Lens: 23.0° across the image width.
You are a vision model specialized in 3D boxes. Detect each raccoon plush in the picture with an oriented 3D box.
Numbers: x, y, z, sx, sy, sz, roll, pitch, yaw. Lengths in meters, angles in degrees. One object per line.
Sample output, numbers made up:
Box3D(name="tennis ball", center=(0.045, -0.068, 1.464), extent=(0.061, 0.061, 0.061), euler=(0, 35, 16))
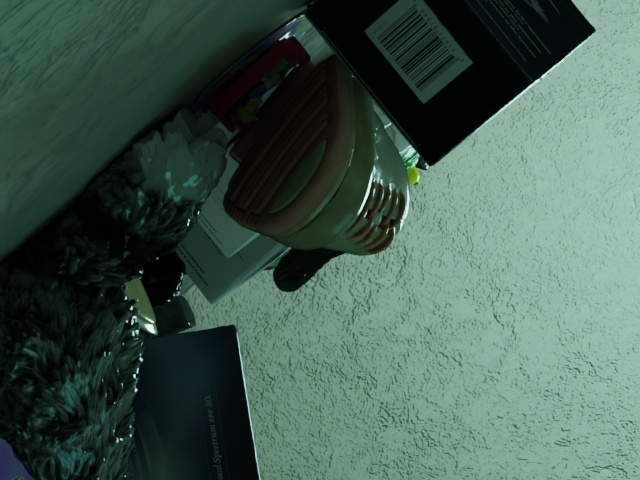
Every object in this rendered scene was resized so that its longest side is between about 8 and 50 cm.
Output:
Box3D(name="raccoon plush", center=(-0.168, 0.151, 1.212), extent=(0.446, 0.299, 0.216), euler=(-40, 178, 39))

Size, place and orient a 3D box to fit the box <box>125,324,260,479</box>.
Box3D(name="box", center=(-0.202, 0.260, 1.494), extent=(0.294, 0.296, 0.182), euler=(-9, 162, -6))

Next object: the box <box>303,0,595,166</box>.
Box3D(name="box", center=(0.105, -0.168, 1.209), extent=(0.108, 0.153, 0.207), euler=(-39, 179, 28))

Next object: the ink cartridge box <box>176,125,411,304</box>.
Box3D(name="ink cartridge box", center=(-0.034, -0.066, 1.871), extent=(0.273, 0.114, 0.197), euler=(-39, 179, 24))

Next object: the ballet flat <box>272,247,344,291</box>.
Box3D(name="ballet flat", center=(0.000, 0.000, 1.838), extent=(0.173, 0.057, 0.049), euler=(-39, -142, 36))

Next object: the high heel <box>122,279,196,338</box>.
Box3D(name="high heel", center=(-0.249, 0.090, 1.546), extent=(0.186, 0.093, 0.261), euler=(-25, 160, 11))

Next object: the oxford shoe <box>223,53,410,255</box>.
Box3D(name="oxford shoe", center=(0.018, -0.054, 1.242), extent=(0.140, 0.146, 0.397), euler=(-49, -170, 10))

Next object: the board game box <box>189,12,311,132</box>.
Box3D(name="board game box", center=(-0.048, -0.119, 1.231), extent=(0.133, 0.033, 0.169), euler=(-39, 179, -25))

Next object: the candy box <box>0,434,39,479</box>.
Box3D(name="candy box", center=(-0.284, 0.177, 1.067), extent=(0.070, 0.196, 0.165), euler=(-41, 179, 30))

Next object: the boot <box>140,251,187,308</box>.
Box3D(name="boot", center=(-0.223, 0.075, 1.787), extent=(0.207, 0.094, 0.246), euler=(-35, 175, 27))

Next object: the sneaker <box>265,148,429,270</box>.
Box3D(name="sneaker", center=(-0.025, -0.087, 2.069), extent=(0.344, 0.134, 0.146), euler=(-33, 142, -7))

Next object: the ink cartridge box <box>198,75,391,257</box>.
Box3D(name="ink cartridge box", center=(-0.022, -0.096, 1.626), extent=(0.218, 0.092, 0.158), euler=(-38, 180, 38))
